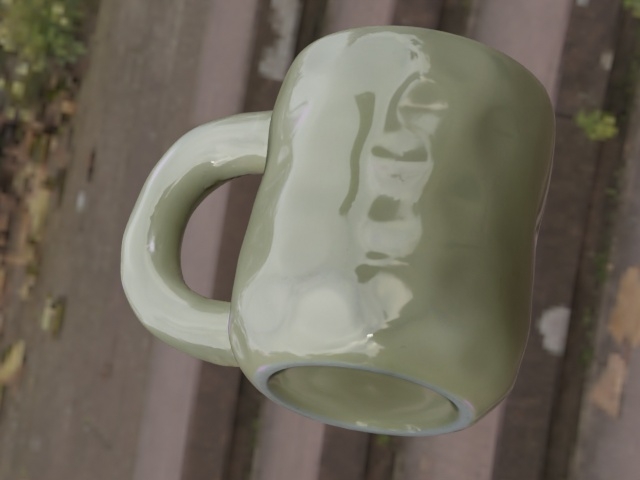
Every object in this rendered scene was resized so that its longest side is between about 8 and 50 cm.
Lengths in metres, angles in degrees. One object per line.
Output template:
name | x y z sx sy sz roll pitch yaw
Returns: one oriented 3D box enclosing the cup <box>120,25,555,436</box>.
cup | 0.002 -0.007 0.958 0.173 0.255 0.202 91 -170 -67
